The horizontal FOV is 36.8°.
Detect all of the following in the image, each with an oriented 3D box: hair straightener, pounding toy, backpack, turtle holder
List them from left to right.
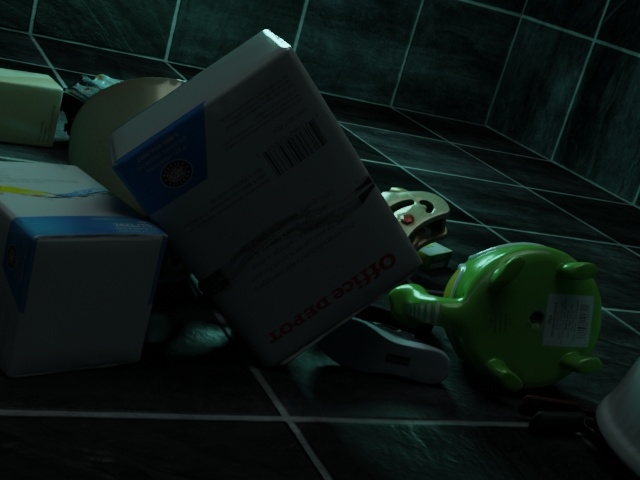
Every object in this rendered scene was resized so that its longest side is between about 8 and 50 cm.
[{"bbox_3d":[-0.484,-0.278,2.200,0.188,0.166,0.144,32,53,26],"label":"backpack"},{"bbox_3d":[0.182,-0.004,2.018,0.154,0.155,0.270,14,46,15],"label":"pounding toy"},{"bbox_3d":[0.298,0.132,1.617,0.320,0.243,0.227,-26,13,-12],"label":"turtle holder"},{"bbox_3d":[0.420,0.296,1.490,0.230,0.047,0.089,15,25,-20],"label":"hair straightener"}]

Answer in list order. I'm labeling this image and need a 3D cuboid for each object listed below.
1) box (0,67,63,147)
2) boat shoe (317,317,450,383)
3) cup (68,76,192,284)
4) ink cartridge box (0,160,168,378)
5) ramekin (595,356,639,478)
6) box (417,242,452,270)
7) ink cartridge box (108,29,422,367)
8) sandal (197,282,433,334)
[{"bbox_3d":[-0.739,-0.301,2.095,0.311,0.148,0.121,2,23,-35],"label":"box"},{"bbox_3d":[0.096,0.165,1.527,0.228,0.080,0.076,14,11,-10],"label":"boat shoe"},{"bbox_3d":[-0.269,-0.068,1.599,0.331,0.331,0.237,12,45,-13],"label":"cup"},{"bbox_3d":[-0.377,0.028,1.317,0.197,0.198,0.270,-1,25,-43],"label":"ink cartridge box"},{"bbox_3d":[0.568,0.277,1.438,0.277,0.135,0.277,20,24,-9],"label":"ramekin"},{"bbox_3d":[0.192,0.009,2.146,0.179,0.043,0.105,30,22,31],"label":"box"},{"bbox_3d":[-0.077,-0.055,1.401,0.395,0.285,0.166,57,-1,-26],"label":"ink cartridge box"},{"bbox_3d":[0.003,0.071,1.675,0.445,0.107,0.167,8,19,-24],"label":"sandal"}]
